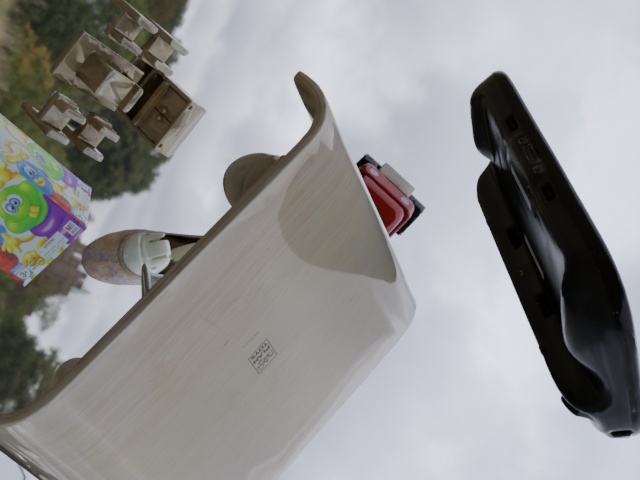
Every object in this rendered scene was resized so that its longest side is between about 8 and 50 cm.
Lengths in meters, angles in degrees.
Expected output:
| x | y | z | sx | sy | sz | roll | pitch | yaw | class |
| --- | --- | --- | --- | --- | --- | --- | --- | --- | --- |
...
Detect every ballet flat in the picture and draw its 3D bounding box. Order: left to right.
| x | y | z | sx | sy | sz | roll | pitch | yaw | class |
| --- | --- | --- | --- | --- | --- | --- | --- | --- | --- |
| -0.273 | 0.022 | 1.681 | 0.106 | 0.315 | 0.108 | -24 | -108 | 54 | ballet flat |

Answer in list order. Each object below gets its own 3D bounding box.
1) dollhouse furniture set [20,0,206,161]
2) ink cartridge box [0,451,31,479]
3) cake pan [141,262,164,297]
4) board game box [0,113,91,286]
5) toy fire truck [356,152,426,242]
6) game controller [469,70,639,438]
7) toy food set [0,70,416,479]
| x | y | z | sx | sy | sz | roll | pitch | yaw | class |
| --- | --- | --- | --- | --- | --- | --- | --- | --- | --- |
| -0.312 | -0.244 | 1.387 | 0.212 | 0.242 | 0.161 | -50 | -120 | 6 | dollhouse furniture set |
| -0.601 | 0.435 | 1.558 | 0.219 | 0.092 | 0.160 | -28 | -108 | 24 | ink cartridge box |
| -0.171 | 0.171 | 1.049 | 0.293 | 0.054 | 0.294 | 177 | -90 | -77 | cake pan |
| -0.492 | -0.089 | 1.351 | 0.144 | 0.275 | 0.142 | -41 | -152 | 12 | board game box |
| 0.000 | 0.000 | 1.264 | 0.217 | 0.158 | 0.246 | -47 | 179 | 32 | toy fire truck |
| 0.180 | -0.003 | 0.716 | 0.319 | 0.067 | 0.167 | -100 | 180 | -52 | game controller |
| -0.068 | 0.061 | 0.637 | 0.092 | 0.220 | 0.306 | 29 | -112 | 39 | toy food set |
